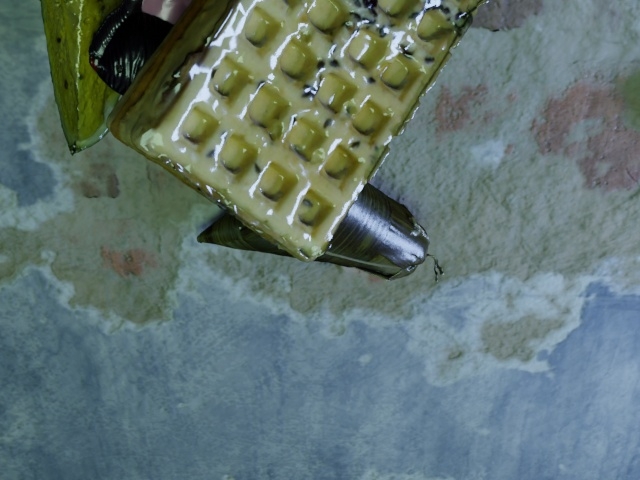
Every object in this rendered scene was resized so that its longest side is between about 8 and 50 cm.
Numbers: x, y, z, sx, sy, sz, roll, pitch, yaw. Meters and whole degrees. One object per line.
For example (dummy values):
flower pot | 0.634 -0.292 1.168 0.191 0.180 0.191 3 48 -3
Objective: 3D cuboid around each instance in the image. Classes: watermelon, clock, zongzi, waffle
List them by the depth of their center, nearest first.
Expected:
waffle | -0.007 -0.191 0.975 0.261 0.114 0.376 37 86 -30
clock | -0.133 -0.223 1.020 0.194 0.100 0.196 28 93 -29
watermelon | -0.260 -0.245 1.028 0.123 0.129 0.301 6 123 -1
zongzi | 0.000 0.000 1.260 0.247 0.111 0.241 32 139 -30
